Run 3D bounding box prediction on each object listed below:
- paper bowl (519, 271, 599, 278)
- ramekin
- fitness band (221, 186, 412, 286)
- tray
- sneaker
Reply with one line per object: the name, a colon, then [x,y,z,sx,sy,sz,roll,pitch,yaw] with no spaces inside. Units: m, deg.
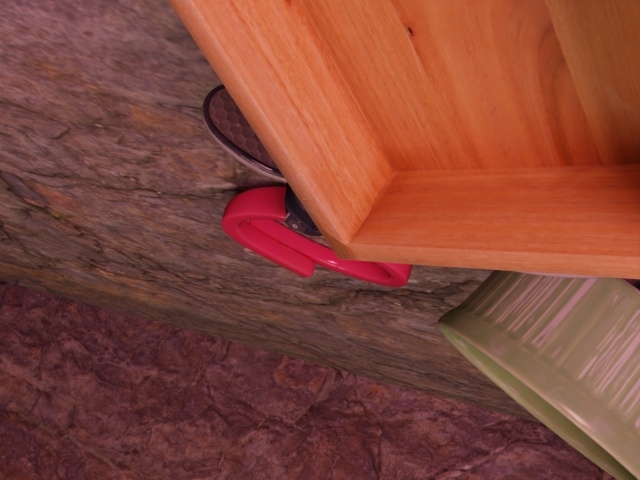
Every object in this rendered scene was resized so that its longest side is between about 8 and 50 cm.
paper bowl: [0.138,-0.072,0.518,0.284,0.148,0.284,16,166,4]
ramekin: [0.296,0.137,0.894,0.303,0.148,0.303,40,177,3]
fitness band: [0.000,0.000,1.092,0.209,0.054,0.291,-4,156,45]
tray: [0.008,-0.152,0.260,0.203,0.076,0.411,3,137,42]
sneaker: [-0.034,-0.072,0.800,0.226,0.086,0.163,22,161,-21]
